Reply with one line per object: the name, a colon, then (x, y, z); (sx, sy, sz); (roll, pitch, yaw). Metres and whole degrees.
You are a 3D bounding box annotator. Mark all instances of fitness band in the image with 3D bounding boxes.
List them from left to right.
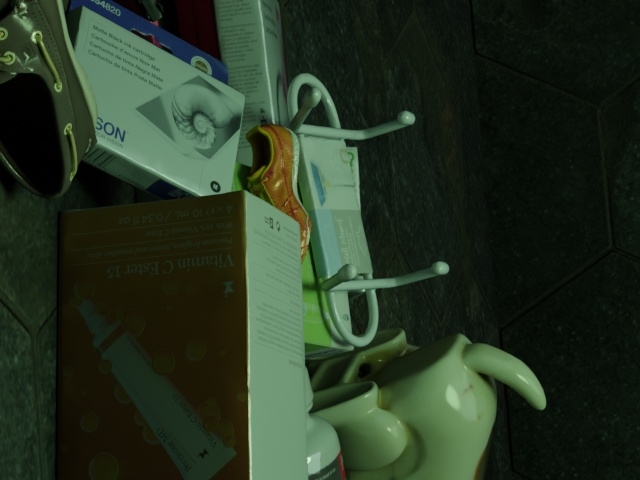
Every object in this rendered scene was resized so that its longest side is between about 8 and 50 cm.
fitness band: (-0.180, -0.254, 1.900); (0.209, 0.054, 0.291); (-18, 100, -72)

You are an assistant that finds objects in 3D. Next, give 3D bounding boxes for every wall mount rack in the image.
wall mount rack: (0.035, -0.052, 1.875); (0.304, 0.130, 0.350); (-1, 77, -61)

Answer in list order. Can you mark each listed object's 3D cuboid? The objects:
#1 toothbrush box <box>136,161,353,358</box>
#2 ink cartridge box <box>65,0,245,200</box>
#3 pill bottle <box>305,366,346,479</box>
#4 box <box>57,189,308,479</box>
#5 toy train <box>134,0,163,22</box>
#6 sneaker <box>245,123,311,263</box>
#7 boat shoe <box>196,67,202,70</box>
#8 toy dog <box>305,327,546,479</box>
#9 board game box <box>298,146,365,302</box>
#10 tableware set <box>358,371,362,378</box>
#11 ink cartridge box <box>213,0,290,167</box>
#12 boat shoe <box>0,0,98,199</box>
toothbrush box: (-0.086, 0.032, 1.882); (0.283, 0.122, 0.206); (13, 67, -58)
ink cartridge box: (-0.184, -0.159, 1.697); (0.223, 0.045, 0.224); (26, 52, -31)
pill bottle: (-0.052, 0.315, 1.903); (0.176, 0.176, 0.318); (-46, 128, -68)
box: (-0.141, 0.141, 1.623); (0.168, 0.215, 0.345); (32, 54, -67)
toy train: (-0.223, -0.318, 1.765); (0.158, 0.027, 0.036); (62, -10, -15)
sneaker: (-0.055, -0.048, 1.801); (0.067, 0.064, 0.175); (1, 70, -39)
boat shoe: (-0.182, -0.171, 1.781); (0.133, 0.049, 0.042); (-10, 69, -38)
toy dog: (0.161, 0.343, 2.245); (0.284, 0.395, 0.408); (-70, 142, -71)
board game box: (0.000, 0.000, 2.151); (0.305, 0.053, 0.193); (139, -51, -75)
tableware set: (0.106, 0.236, 2.401); (0.039, 0.194, 0.128); (-31, 116, -46)
ink cartridge box: (-0.086, -0.252, 2.044); (0.324, 0.071, 0.330); (-53, 138, -85)
boat shoe: (-0.291, -0.172, 1.431); (0.324, 0.116, 0.097); (72, 17, -48)
